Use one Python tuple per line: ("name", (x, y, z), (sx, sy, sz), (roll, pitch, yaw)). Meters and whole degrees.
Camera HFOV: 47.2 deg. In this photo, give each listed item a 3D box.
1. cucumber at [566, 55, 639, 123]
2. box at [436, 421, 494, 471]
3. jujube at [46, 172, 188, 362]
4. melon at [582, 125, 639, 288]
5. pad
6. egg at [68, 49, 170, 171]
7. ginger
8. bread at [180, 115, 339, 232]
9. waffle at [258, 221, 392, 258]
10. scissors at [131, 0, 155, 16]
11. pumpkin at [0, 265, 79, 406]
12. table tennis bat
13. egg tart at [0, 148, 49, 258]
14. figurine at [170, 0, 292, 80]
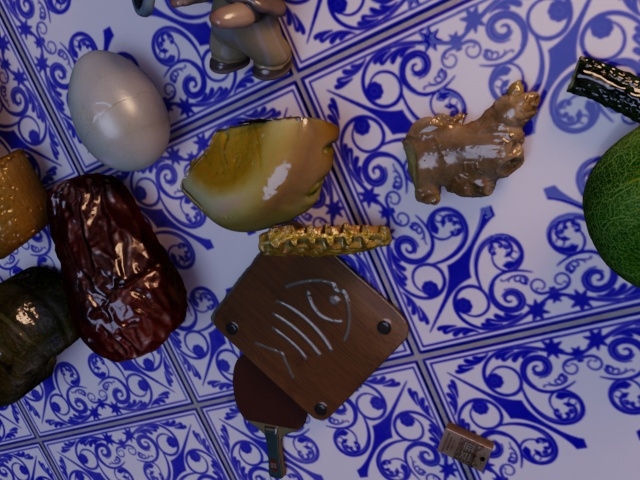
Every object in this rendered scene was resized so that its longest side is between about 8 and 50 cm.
("cucumber", (0.406, -0.176, 0.934), (0.187, 0.058, 0.058), (31, 120, 12))
("box", (0.243, 0.347, 1.232), (0.083, 0.024, 0.053), (22, 118, 18))
("jujube", (-0.373, 0.045, 1.314), (0.216, 0.216, 0.342), (-25, 90, 31))
("melon", (0.421, -0.003, 0.926), (0.169, 0.129, 0.265), (-21, 113, 42))
("pad", (-0.024, 0.144, 1.279), (0.286, 0.018, 0.284), (41, 118, 4))
("egg", (-0.335, -0.214, 1.210), (0.151, 0.151, 0.209), (-26, 95, 31))
("ginger", (0.217, -0.128, 1.033), (0.213, 0.074, 0.137), (-19, 101, 24))
("bread", (-0.085, -0.089, 1.114), (0.261, 0.158, 0.156), (-3, 81, 38))
("waffle", (0.000, 0.000, 1.124), (0.161, 0.192, 0.046), (-10, 80, 38))
("scissors", (-0.244, -0.524, 0.998), (0.256, 0.029, 0.383), (63, 145, 35))
("pumpkin", (-0.655, 0.200, 1.485), (0.242, 0.232, 0.325), (43, 118, 8))
("table tennis bat", (-0.092, 0.329, 1.387), (0.154, 0.021, 0.274), (4, 110, 23))
("egg tart", (-0.599, -0.062, 1.389), (0.203, 0.202, 0.147), (-27, 111, 31))
("figurine", (-0.098, -0.407, 1.010), (0.248, 0.203, 0.380), (31, 135, 30))
